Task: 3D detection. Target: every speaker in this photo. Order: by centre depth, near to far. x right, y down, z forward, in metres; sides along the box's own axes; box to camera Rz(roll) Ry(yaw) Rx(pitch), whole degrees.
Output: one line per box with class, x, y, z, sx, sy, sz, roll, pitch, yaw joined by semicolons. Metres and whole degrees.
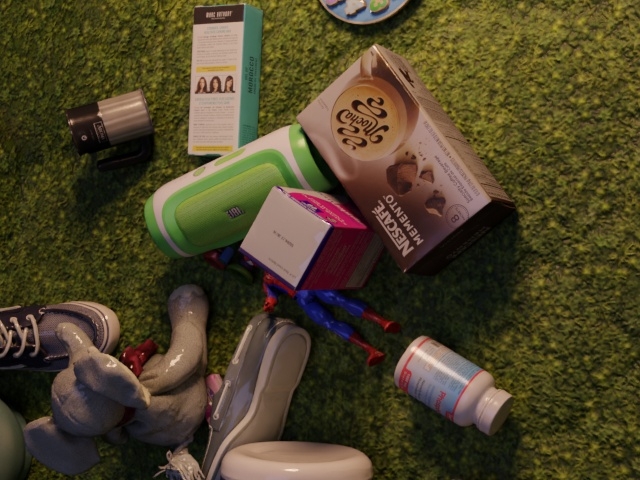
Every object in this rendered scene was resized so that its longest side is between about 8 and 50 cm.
speaker;-0.125;-0.075;1.763;0.296;0.131;0.131;-24;77;20

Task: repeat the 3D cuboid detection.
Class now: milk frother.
milk frother;-0.358;-0.203;1.927;0.135;0.129;0.143;-16;45;-7

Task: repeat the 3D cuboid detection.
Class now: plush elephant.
plush elephant;-0.318;0.227;1.744;0.272;0.255;0.330;-42;44;23

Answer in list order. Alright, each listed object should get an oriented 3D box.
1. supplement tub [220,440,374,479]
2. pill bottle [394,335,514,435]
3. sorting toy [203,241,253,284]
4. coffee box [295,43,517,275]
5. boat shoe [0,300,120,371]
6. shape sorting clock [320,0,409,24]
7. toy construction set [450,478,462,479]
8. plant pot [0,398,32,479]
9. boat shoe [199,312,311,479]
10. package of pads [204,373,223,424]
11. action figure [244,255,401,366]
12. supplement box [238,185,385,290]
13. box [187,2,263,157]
supplement tub;-0.038;0.466;1.651;0.228;0.228;0.316;1;89;28
pill bottle;0.192;0.210;1.616;0.160;0.087;0.087;30;102;26
sorting toy;-0.143;0.029;1.828;0.102;0.061;0.042;27;67;20
coffee box;0.123;-0.114;1.646;0.168;0.119;0.297;-40;71;20
boat shoe;-0.525;0.176;1.962;0.340;0.158;0.127;-11;83;28
shape sorting clock;0.072;-0.435;1.729;0.206;0.040;0.206;-1;87;28
toy construction set;0.228;0.448;1.553;0.328;0.151;0.215;3;65;21
plant pot;-0.639;0.377;1.996;0.293;0.196;0.293;-1;87;28
boat shoe;-0.119;0.264;1.779;0.099;0.116;0.319;30;100;41
package of pads;-0.172;0.265;1.841;0.050;0.032;0.083;-35;73;19
action figure;-0.028;0.084;1.716;0.280;0.139;0.091;33;102;28
supplement box;0.000;0.000;1.652;0.111;0.220;0.114;35;103;24
box;-0.154;-0.256;1.833;0.100;0.060;0.244;3;90;28
